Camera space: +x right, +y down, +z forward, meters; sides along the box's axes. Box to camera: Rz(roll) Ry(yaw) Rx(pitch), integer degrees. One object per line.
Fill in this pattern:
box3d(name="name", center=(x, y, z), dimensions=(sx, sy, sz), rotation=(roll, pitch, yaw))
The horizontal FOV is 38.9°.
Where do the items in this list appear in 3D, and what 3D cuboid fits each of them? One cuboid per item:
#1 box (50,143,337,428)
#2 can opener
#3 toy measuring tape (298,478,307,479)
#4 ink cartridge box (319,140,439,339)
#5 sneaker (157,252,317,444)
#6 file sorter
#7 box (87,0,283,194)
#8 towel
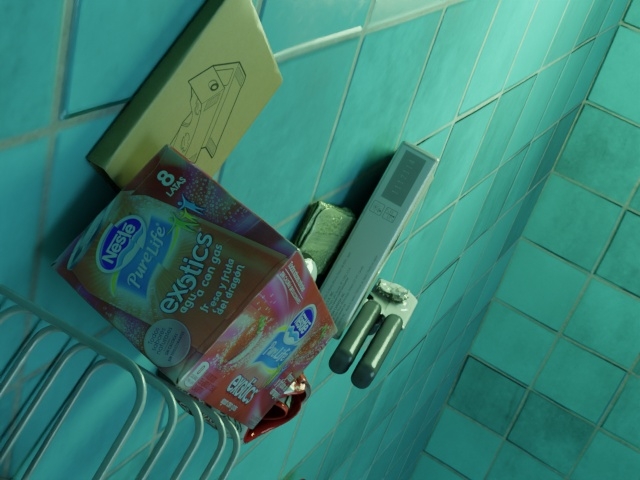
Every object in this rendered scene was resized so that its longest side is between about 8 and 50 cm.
box3d(name="box", center=(-0.098, 0.058, 0.837), dimensions=(0.142, 0.154, 0.300), rotation=(-49, 162, -9))
box3d(name="can opener", center=(0.080, 0.137, 1.346), dimensions=(0.093, 0.074, 0.280), rotation=(-62, 175, 26))
box3d(name="toy measuring tape", center=(-0.051, 0.519, 1.739), dimensions=(0.121, 0.121, 0.330), rotation=(-58, 161, -8))
box3d(name="ink cartridge box", center=(0.082, 0.002, 1.403), dimensions=(0.296, 0.066, 0.261), rotation=(-61, 175, 1))
box3d(name="sneaker", center=(-0.053, 0.131, 1.092), dimensions=(0.270, 0.145, 0.090), rotation=(-40, 154, -38))
box3d(name="file sorter", center=(-0.200, 0.170, 0.731), dimensions=(0.173, 0.193, 0.277), rotation=(-60, 162, -13))
box3d(name="box", center=(-0.112, -0.111, 0.808), dimensions=(0.201, 0.021, 0.164), rotation=(-55, 161, -13))
box3d(name="towel", center=(0.000, 0.000, 1.249), dimensions=(0.110, 0.027, 0.148), rotation=(-62, 161, 6))
